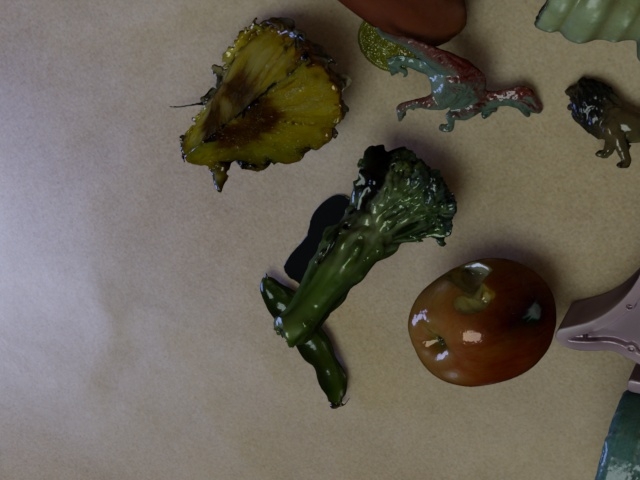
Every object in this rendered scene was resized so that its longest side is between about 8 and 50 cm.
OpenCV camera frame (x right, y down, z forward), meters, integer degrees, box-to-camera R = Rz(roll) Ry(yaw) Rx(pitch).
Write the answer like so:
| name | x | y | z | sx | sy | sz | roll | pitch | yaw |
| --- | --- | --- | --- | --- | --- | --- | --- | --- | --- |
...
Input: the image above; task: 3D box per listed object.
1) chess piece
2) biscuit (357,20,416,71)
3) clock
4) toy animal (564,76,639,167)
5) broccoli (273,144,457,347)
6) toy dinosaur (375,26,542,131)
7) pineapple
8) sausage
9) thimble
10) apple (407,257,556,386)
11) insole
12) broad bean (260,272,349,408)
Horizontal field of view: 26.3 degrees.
| name | x | y | z | sx | sy | sz | roll | pitch | yaw |
| --- | --- | --- | --- | --- | --- | --- | --- | --- | --- |
| chess piece | 0.383 | -0.257 | 1.577 | 0.243 | 0.133 | 0.133 | 25 | 128 | 2 |
| biscuit | 0.089 | -0.259 | 1.776 | 0.084 | 0.023 | 0.084 | 13 | 126 | 18 |
| clock | 0.441 | 0.072 | 1.775 | 0.290 | 0.080 | 0.275 | -14 | 112 | 32 |
| toy animal | 0.390 | -0.119 | 1.684 | 0.220 | 0.069 | 0.086 | 30 | 109 | 4 |
| broccoli | 0.049 | 0.019 | 1.814 | 0.145 | 0.304 | 0.165 | 40 | 173 | 22 |
| toy dinosaur | 0.157 | -0.206 | 1.690 | 0.167 | 0.053 | 0.242 | -15 | 141 | 22 |
| pineapple | -0.059 | -0.193 | 1.844 | 0.161 | 0.158 | 0.334 | 14 | 143 | -31 |
| sausage | 0.070 | -0.319 | 1.652 | 0.259 | 0.113 | 0.113 | 32 | 134 | -28 |
| thimble | 0.456 | 0.311 | 1.849 | 0.143 | 0.235 | 0.198 | 15 | 85 | 19 |
| apple | 0.214 | 0.110 | 1.842 | 0.199 | 0.199 | 0.199 | 13 | 125 | 19 |
| insole | 0.000 | 0.000 | 1.998 | 0.064 | 0.004 | 0.188 | 37 | 129 | 1 |
| broad bean | -0.018 | 0.153 | 2.079 | 0.065 | 0.046 | 0.254 | -12 | 116 | 46 |
